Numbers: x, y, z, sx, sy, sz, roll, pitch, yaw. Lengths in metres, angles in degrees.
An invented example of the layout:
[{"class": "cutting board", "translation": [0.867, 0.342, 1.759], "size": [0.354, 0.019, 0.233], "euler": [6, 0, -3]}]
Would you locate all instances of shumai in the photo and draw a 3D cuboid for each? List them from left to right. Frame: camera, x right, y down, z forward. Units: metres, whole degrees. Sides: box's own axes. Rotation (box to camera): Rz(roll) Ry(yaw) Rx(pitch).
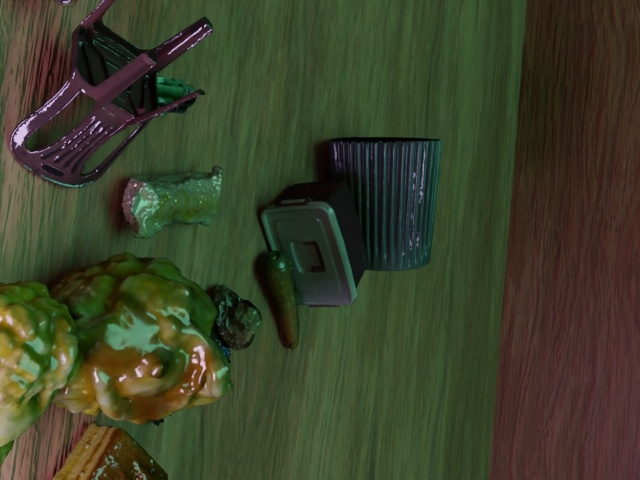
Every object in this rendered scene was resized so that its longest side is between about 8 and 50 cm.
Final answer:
[{"class": "shumai", "translation": [-0.170, 0.164, 1.633], "size": [0.123, 0.105, 0.139], "euler": [-67, 157, -63]}]

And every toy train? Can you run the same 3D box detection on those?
[{"class": "toy train", "translation": [-0.308, -0.272, 1.408], "size": [0.178, 0.104, 0.071], "euler": [-6, 93, -58]}]

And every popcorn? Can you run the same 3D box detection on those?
[{"class": "popcorn", "translation": [-0.476, 0.176, 1.069], "size": [0.286, 0.225, 0.173], "euler": [-50, 157, 9]}, {"class": "popcorn", "translation": [-0.309, 0.163, 1.272], "size": [0.335, 0.274, 0.279], "euler": [-6, 79, -32]}]

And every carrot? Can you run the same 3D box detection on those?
[{"class": "carrot", "translation": [-0.086, 0.159, 1.825], "size": [0.078, 0.078, 0.298], "euler": [-46, 135, -47]}]

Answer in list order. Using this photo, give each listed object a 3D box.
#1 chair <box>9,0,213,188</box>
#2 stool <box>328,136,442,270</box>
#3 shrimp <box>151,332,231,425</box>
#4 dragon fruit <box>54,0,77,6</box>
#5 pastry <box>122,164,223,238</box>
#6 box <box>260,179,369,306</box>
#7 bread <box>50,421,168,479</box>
[{"class": "chair", "translation": [-0.341, -0.244, 1.230], "size": [0.175, 0.326, 0.183], "euler": [30, 42, -46]}, {"class": "stool", "translation": [0.169, -0.103, 2.012], "size": [0.297, 0.297, 0.330], "euler": [-16, 108, -56]}, {"class": "shrimp", "translation": [-0.278, 0.261, 1.526], "size": [0.290, 0.054, 0.222], "euler": [31, 65, -54]}, {"class": "dragon fruit", "translation": [-0.409, -0.486, 1.142], "size": [0.273, 0.198, 0.218], "euler": [52, 33, -47]}, {"class": "pastry", "translation": [-0.285, -0.072, 1.466], "size": [0.258, 0.089, 0.122], "euler": [-18, 110, -55]}, {"class": "box", "translation": [0.000, 0.000, 1.836], "size": [0.167, 0.193, 0.294], "euler": [-53, 134, -50]}, {"class": "bread", "translation": [-0.383, 0.459, 1.319], "size": [0.234, 0.110, 0.184], "euler": [-60, 137, -36]}]
